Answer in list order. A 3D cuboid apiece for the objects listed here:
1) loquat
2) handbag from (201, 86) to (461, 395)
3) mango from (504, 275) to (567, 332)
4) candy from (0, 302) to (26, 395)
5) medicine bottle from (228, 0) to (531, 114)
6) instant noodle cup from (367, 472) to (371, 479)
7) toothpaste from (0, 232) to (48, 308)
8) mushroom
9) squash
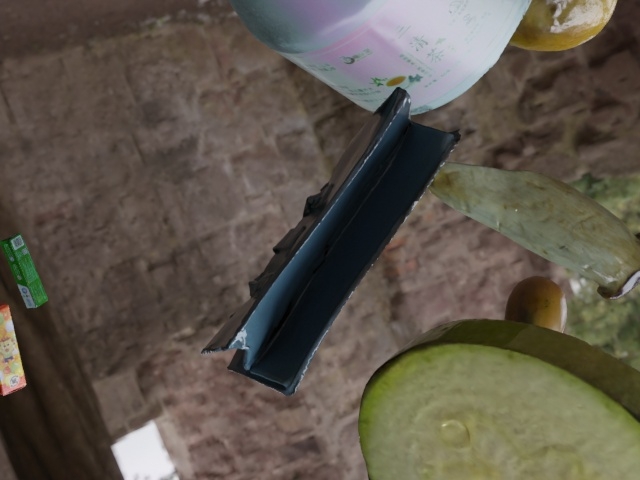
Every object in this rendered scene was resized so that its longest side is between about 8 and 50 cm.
[{"bbox_3d":[0.276,-0.305,1.318,0.172,0.149,0.204,2,168,8],"label":"loquat"},{"bbox_3d":[0.000,0.000,0.768,0.221,0.057,0.144,-56,-168,-12],"label":"handbag"},{"bbox_3d":[0.313,0.132,1.587,0.090,0.163,0.111,11,168,13],"label":"mango"},{"bbox_3d":[-0.433,0.140,1.422,0.062,0.122,0.038,9,-155,39],"label":"candy"},{"bbox_3d":[0.012,-0.274,0.934,0.245,0.245,0.290,-18,147,42],"label":"medicine bottle"},{"bbox_3d":[0.201,0.279,1.306,0.207,0.217,0.217,-47,177,18],"label":"instant noodle cup"},{"bbox_3d":[-0.327,0.034,1.182,0.017,0.083,0.020,-7,-160,31],"label":"toothpaste"},{"bbox_3d":[0.296,-0.037,1.461,0.107,0.333,0.087,-58,170,-3],"label":"mushroom"},{"bbox_3d":[0.142,0.158,0.690,0.252,0.252,0.049,-17,-163,45],"label":"squash"}]
